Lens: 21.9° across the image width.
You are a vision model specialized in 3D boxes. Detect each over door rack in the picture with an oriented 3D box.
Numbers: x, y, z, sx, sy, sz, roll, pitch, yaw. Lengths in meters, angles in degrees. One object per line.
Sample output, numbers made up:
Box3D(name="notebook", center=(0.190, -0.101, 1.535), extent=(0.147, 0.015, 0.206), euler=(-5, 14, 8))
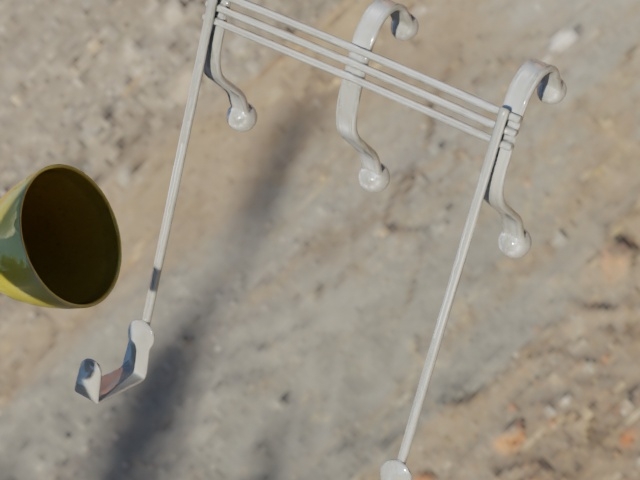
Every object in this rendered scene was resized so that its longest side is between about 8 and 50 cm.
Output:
Box3D(name="over door rack", center=(0.000, 0.000, 1.069), extent=(0.108, 0.240, 0.324), euler=(-4, -63, -61))

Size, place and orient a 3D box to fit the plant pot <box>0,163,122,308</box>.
Box3D(name="plant pot", center=(-0.263, 0.006, 1.530), extent=(0.095, 0.134, 0.134), euler=(-15, 35, 33))
